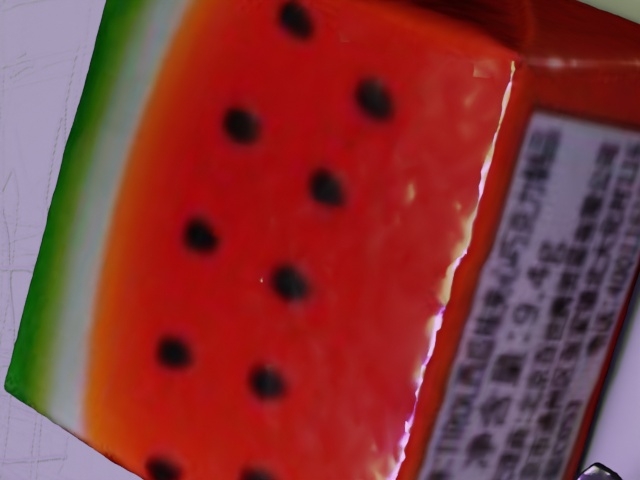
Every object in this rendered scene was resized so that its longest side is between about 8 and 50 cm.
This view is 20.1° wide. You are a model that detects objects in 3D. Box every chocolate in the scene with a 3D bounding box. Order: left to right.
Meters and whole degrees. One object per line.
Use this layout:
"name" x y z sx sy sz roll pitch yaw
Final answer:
"chocolate" 0.000 0.000 1.039 0.341 0.161 0.360 25 105 37

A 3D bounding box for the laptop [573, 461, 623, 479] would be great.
"laptop" 0.178 0.218 0.924 0.197 0.016 0.135 41 117 10
